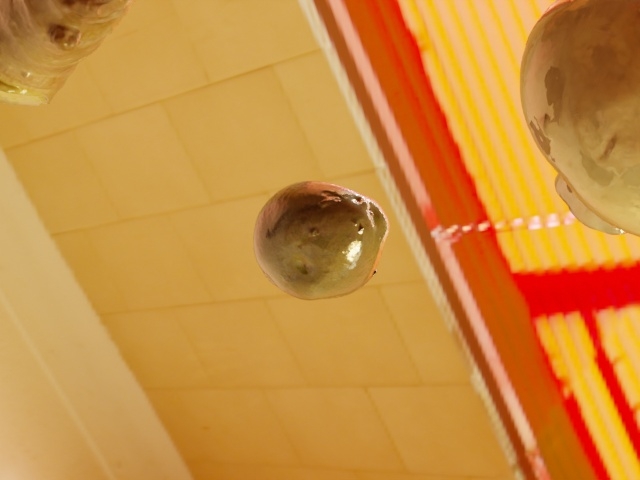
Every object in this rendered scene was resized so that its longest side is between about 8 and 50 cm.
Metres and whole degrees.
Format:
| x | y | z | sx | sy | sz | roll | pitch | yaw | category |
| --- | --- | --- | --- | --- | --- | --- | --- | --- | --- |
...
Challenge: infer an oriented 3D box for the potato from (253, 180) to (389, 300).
| x | y | z | sx | sy | sz | roll | pitch | yaw | category |
| --- | --- | --- | --- | --- | --- | --- | --- | --- | --- |
| 0.000 | 0.000 | 1.455 | 0.177 | 0.235 | 0.160 | 6 | -109 | -31 | potato |

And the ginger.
| x | y | z | sx | sy | sz | roll | pitch | yaw | category |
| --- | --- | --- | --- | --- | --- | --- | --- | --- | --- |
| -0.293 | -0.234 | 1.087 | 0.126 | 0.354 | 0.190 | 21 | -127 | -35 | ginger |

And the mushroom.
| x | y | z | sx | sy | sz | roll | pitch | yaw | category |
| --- | --- | --- | --- | --- | --- | --- | --- | --- | --- |
| 0.344 | -0.112 | 1.090 | 0.314 | 0.336 | 0.314 | 3 | -119 | -6 | mushroom |
